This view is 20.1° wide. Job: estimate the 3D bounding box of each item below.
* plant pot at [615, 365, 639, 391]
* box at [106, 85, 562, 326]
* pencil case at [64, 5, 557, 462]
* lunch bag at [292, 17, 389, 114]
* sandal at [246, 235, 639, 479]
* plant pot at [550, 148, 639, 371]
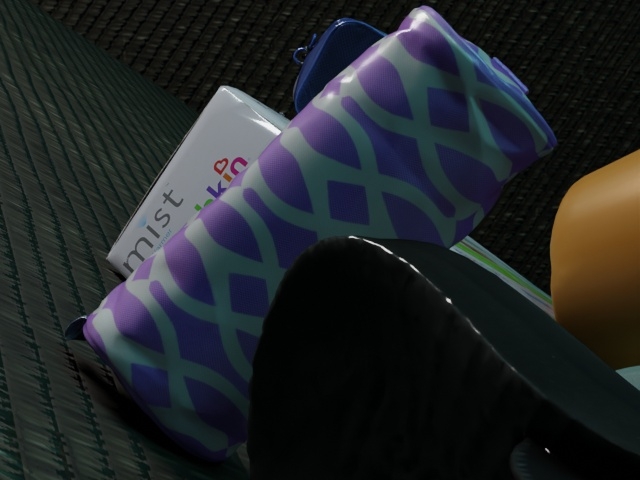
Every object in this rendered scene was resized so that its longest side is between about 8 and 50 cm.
[{"bbox_3d":[0.182,0.146,0.738,0.165,0.165,0.234,32,-4,-25],"label":"plant pot"},{"bbox_3d":[0.055,0.053,0.992,0.262,0.126,0.231,29,6,-46],"label":"box"},{"bbox_3d":[0.000,0.000,0.724,0.086,0.206,0.088,50,6,18],"label":"pencil case"},{"bbox_3d":[0.029,-0.083,1.023,0.098,0.067,0.065,31,6,-3],"label":"lunch bag"},{"bbox_3d":[0.078,0.123,0.474,0.107,0.167,0.446,1,16,-33],"label":"sandal"},{"bbox_3d":[0.221,0.014,0.857,0.188,0.205,0.205,-12,-29,37],"label":"plant pot"}]
